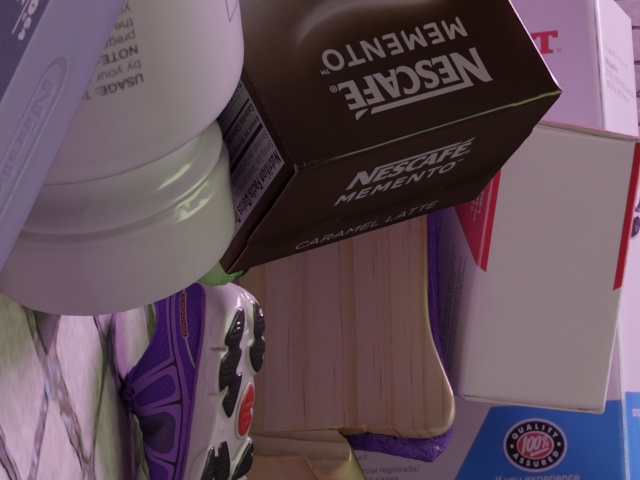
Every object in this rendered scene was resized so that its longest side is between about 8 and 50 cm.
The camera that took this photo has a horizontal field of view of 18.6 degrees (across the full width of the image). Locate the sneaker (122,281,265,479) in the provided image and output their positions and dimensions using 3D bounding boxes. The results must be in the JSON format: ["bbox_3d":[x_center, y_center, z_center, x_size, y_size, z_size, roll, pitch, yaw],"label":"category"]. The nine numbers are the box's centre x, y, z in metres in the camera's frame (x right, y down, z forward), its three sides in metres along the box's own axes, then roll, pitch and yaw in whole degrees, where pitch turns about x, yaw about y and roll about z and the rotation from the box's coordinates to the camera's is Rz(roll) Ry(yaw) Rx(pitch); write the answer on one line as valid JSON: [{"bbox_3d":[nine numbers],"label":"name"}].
[{"bbox_3d":[-0.076,0.100,1.069,0.068,0.071,0.170,-8,110,-64],"label":"sneaker"}]

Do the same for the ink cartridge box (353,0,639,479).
[{"bbox_3d":[0.099,0.019,1.495,0.166,0.285,0.395,14,73,-70],"label":"ink cartridge box"}]

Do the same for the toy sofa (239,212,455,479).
[{"bbox_3d":[0.000,0.000,1.254,0.150,0.177,0.363,71,16,-64],"label":"toy sofa"}]

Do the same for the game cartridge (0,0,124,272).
[{"bbox_3d":[-0.111,-0.032,0.445,0.294,0.060,0.196,-65,166,-4],"label":"game cartridge"}]

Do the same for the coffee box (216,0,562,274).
[{"bbox_3d":[-0.022,-0.126,0.854,0.246,0.141,0.098,62,-31,16],"label":"coffee box"}]

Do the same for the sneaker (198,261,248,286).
[{"bbox_3d":[-0.021,-0.163,1.061,0.483,0.202,0.185,-84,168,-52],"label":"sneaker"}]

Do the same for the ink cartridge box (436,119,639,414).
[{"bbox_3d":[0.108,0.005,1.270,0.237,0.100,0.172,-160,-102,-74],"label":"ink cartridge box"}]

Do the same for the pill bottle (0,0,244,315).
[{"bbox_3d":[-0.097,-0.092,0.714,0.131,0.131,0.229,-84,168,-53],"label":"pill bottle"}]
